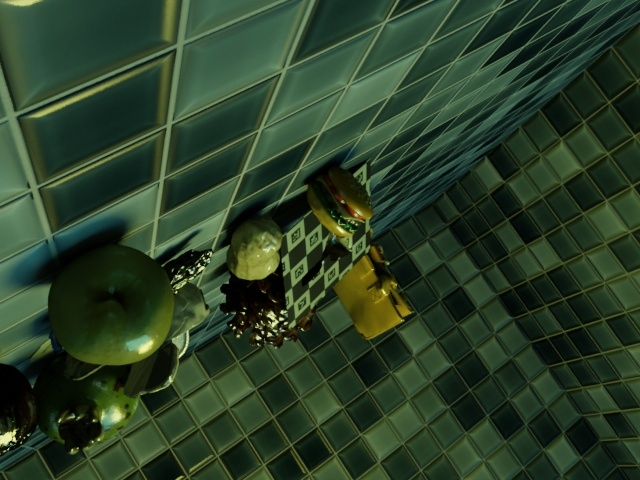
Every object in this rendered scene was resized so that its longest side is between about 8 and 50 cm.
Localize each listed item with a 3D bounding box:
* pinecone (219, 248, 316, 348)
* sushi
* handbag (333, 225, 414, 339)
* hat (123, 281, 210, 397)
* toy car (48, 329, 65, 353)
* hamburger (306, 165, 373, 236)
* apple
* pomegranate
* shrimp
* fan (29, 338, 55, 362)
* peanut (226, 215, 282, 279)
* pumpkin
[{"bbox_3d":[-0.138,0.151,1.919,0.296,0.242,0.298,-38,132,-3],"label":"pinecone"},{"bbox_3d":[0.000,0.000,1.785,0.359,0.064,0.343,-44,148,-32],"label":"sushi"},{"bbox_3d":[0.127,0.090,2.155,0.133,0.401,0.283,-26,172,-20],"label":"handbag"},{"bbox_3d":[-0.357,0.210,1.525,0.275,0.161,0.232,-63,-177,5],"label":"hat"},{"bbox_3d":[-0.407,0.122,1.275,0.216,0.063,0.103,-44,177,2],"label":"toy car"},{"bbox_3d":[0.045,-0.087,1.562,0.115,0.162,0.162,-37,173,16],"label":"hamburger"},{"bbox_3d":[-0.313,0.096,1.055,0.200,0.200,0.200,-33,173,-4],"label":"apple"},{"bbox_3d":[-0.510,0.349,1.560,0.242,0.242,0.306,-30,-168,-29],"label":"pomegranate"},{"bbox_3d":[-0.348,0.143,1.338,0.365,0.071,0.233,-35,-156,5],"label":"shrimp"},{"bbox_3d":[-0.502,0.195,1.560,0.182,0.010,0.310,-39,171,35],"label":"fan"},{"bbox_3d":[-0.141,0.018,1.552,0.124,0.123,0.256,-31,174,-22],"label":"peanut"},{"bbox_3d":[-0.614,0.315,1.219,0.233,0.163,0.233,-27,179,-1],"label":"pumpkin"}]
